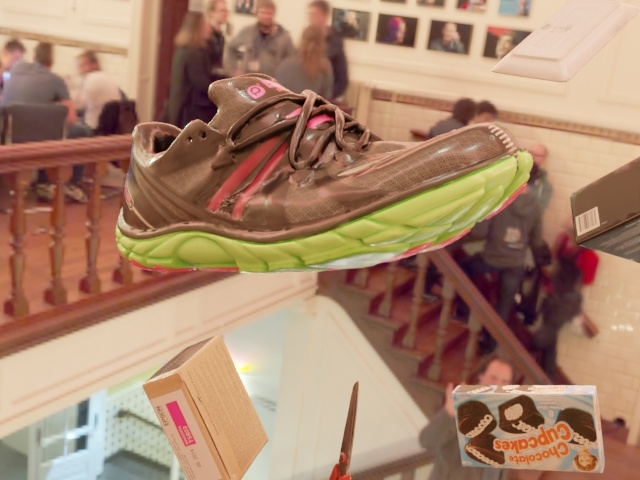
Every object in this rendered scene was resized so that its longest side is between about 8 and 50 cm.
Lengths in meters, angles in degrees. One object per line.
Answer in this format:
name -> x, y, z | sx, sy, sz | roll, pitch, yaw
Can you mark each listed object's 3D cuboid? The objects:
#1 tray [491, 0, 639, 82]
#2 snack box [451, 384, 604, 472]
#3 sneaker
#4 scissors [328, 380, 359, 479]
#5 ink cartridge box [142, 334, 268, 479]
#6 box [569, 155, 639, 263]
tray -> 0.428, -0.359, 1.379 | 0.145, 0.030, 0.270 | 19, 50, 41
snack box -> 0.476, 0.431, 1.827 | 0.322, 0.187, 0.060 | -5, 9, 26
sneaker -> -0.036, -0.072, 0.787 | 0.482, 0.202, 0.185 | -2, 3, 33
scissors -> 0.043, 0.365, 1.257 | 0.021, 0.297, 0.109 | -1, 34, -33
ink cartridge box -> -0.204, 0.317, 1.451 | 0.088, 0.235, 0.193 | -21, 5, 20
box -> 0.553, -0.062, 1.236 | 0.184, 0.103, 0.261 | 17, -29, -26
